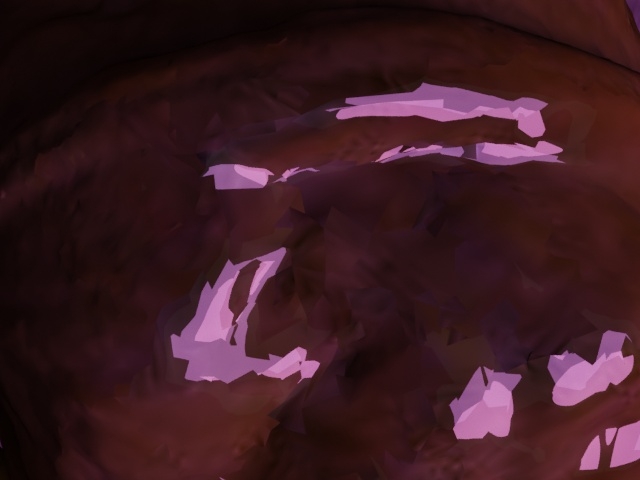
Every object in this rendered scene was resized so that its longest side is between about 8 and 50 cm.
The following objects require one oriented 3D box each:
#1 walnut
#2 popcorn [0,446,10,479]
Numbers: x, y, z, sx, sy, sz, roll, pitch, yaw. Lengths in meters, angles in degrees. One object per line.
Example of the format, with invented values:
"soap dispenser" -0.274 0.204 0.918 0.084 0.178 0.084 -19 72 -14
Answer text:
"walnut" 0.000 0.002 0.580 0.277 0.282 0.253 -12 133 2
"popcorn" -0.214 0.143 0.566 0.258 0.270 0.224 -93 -151 -87
